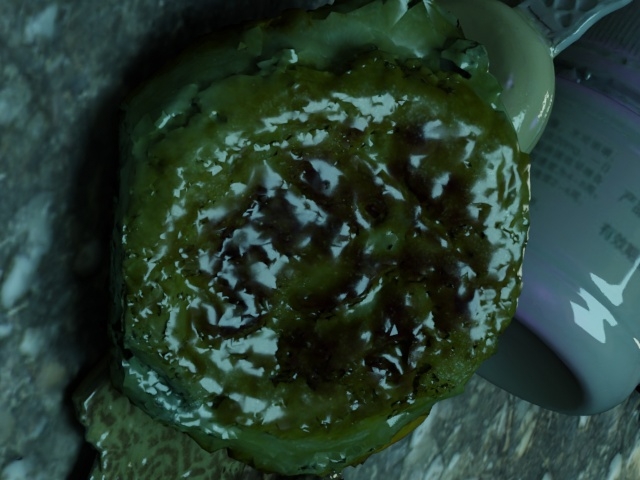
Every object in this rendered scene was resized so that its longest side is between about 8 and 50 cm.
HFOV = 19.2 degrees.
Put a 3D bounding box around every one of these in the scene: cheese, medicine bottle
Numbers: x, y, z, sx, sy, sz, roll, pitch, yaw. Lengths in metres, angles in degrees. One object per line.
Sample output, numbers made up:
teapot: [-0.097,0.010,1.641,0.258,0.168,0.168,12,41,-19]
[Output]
cheese: [0.135,-0.118,1.384,0.071,0.248,0.163,51,24,-62]
medicine bottle: [0.211,-0.041,1.510,0.302,0.241,0.241,-54,142,-16]

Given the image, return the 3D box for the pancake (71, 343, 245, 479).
pancake: [-0.120,0.159,1.387,0.212,0.029,0.235,9,102,-54]

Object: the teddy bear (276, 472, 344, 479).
teddy bear: [0.006,0.276,1.537,0.129,0.182,0.251,-82,-168,-63]

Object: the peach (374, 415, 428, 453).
peach: [0.021,0.098,1.450,0.138,0.138,0.138,-28,129,-40]

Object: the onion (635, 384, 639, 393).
onion: [0.403,0.076,1.887,0.267,0.159,0.349,-37,134,-30]

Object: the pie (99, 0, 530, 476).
pie: [0.000,0.000,1.285,0.288,0.103,0.355,3,104,-15]
